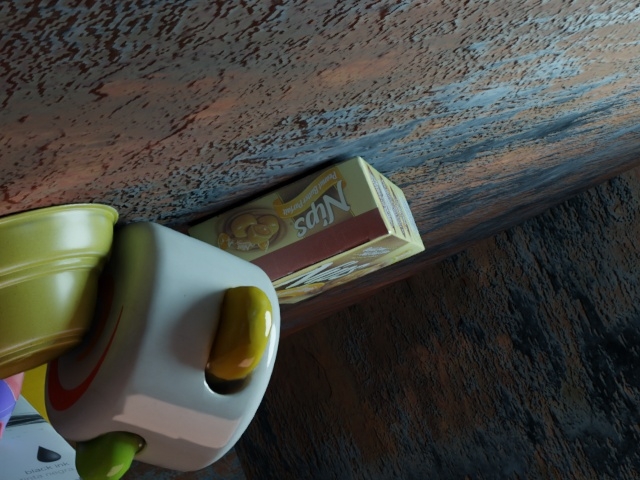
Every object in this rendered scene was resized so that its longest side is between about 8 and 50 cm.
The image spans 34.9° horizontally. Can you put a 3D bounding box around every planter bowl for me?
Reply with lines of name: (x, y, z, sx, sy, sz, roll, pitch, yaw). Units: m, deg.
planter bowl: (-0.244, 0.055, 0.779, 0.217, 0.090, 0.217, -21, 173, -3)

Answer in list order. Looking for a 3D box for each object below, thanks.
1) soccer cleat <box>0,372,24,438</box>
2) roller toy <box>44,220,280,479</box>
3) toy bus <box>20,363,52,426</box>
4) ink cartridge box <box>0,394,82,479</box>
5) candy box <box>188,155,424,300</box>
soccer cleat: (-0.355, 0.140, 0.862, 0.109, 0.116, 0.318, 8, -178, 15)
roller toy: (-0.128, 0.090, 0.856, 0.146, 0.191, 0.209, 24, 111, -28)
toy bus: (-0.490, 0.257, 1.436, 0.333, 0.108, 0.130, -23, 174, 3)
ink cartridge box: (-0.388, 0.286, 0.992, 0.286, 0.166, 0.395, -10, -164, -32)
candy box: (0.000, 0.000, 1.097, 0.183, 0.087, 0.316, -23, 172, 9)
